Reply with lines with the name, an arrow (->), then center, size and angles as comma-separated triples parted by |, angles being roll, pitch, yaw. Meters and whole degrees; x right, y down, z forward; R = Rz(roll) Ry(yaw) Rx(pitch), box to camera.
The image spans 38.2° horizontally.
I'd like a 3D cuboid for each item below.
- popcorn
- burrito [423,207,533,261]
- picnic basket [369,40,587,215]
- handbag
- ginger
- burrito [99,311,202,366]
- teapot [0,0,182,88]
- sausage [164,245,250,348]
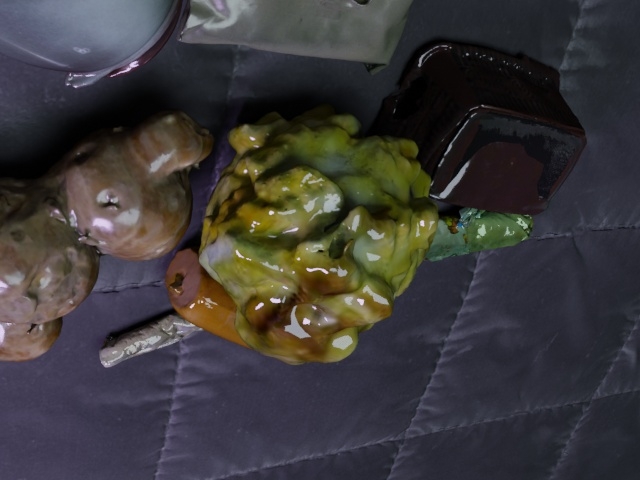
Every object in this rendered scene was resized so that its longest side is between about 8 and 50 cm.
popcorn -> 0.007, -0.017, 1.129 | 0.312, 0.312, 0.312 | -17, 135, -18
burrito -> 0.213, -0.022, 1.409 | 0.288, 0.054, 0.104 | -7, 129, -24
picnic basket -> 0.231, -0.137, 1.257 | 0.296, 0.129, 0.223 | 6, 123, -36
handbag -> 0.008, -0.306, 0.976 | 0.315, 0.109, 0.253 | 0, 125, -46
ginger -> -0.278, -0.015, 1.041 | 0.375, 0.176, 0.256 | -36, 155, 0
burrito -> -0.220, 0.129, 1.291 | 0.185, 0.041, 0.045 | -22, 127, -15
teapot -> -0.226, -0.301, 0.796 | 0.312, 0.233, 0.315 | 38, 77, -54
sausage -> -0.079, 0.103, 1.300 | 0.112, 0.112, 0.328 | -47, 136, 14
